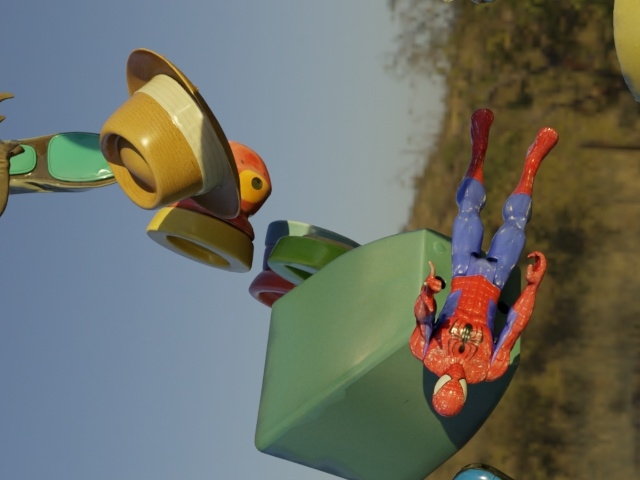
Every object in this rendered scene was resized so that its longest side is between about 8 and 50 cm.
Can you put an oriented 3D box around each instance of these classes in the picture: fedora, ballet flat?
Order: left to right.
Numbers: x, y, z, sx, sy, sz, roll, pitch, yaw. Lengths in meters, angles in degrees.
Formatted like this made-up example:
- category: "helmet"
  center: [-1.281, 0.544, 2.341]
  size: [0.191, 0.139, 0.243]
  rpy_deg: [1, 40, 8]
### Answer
- category: "ballet flat"
  center: [-0.317, -0.085, 1.646]
  size: [0.068, 0.213, 0.072]
  rpy_deg: [89, 180, -68]
- category: "fedora"
  center: [-0.150, -0.084, 1.312]
  size: [0.194, 0.079, 0.194]
  rpy_deg: [47, 157, 28]

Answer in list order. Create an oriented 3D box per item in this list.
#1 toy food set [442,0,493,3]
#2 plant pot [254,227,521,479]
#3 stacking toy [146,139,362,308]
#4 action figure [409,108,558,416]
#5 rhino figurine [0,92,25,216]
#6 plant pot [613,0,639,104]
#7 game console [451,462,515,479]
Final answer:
- category: "toy food set"
  center: [0.156, -0.359, 1.749]
  size: [0.111, 0.232, 0.104]
  rpy_deg: [-53, 35, 10]
- category: "plant pot"
  center: [0.074, 0.099, 1.300]
  size: [0.234, 0.165, 0.165]
  rpy_deg: [-44, 32, 47]
- category: "stacking toy"
  center: [0.000, 0.000, 1.572]
  size: [0.309, 0.279, 0.130]
  rpy_deg: [35, -110, -50]
- category: "action figure"
  center: [0.134, 0.002, 1.134]
  size: [0.139, 0.091, 0.280]
  rpy_deg: [101, -175, -61]
- category: "rhino figurine"
  center: [-0.360, -0.039, 1.370]
  size: [0.243, 0.106, 0.073]
  rpy_deg: [-60, -1, -11]
- category: "plant pot"
  center: [0.224, -0.109, 0.685]
  size: [0.095, 0.134, 0.134]
  rpy_deg: [26, 120, 55]
- category: "game console"
  center: [0.188, 0.344, 1.300]
  size: [0.293, 0.250, 0.173]
  rpy_deg: [-62, -9, 22]
